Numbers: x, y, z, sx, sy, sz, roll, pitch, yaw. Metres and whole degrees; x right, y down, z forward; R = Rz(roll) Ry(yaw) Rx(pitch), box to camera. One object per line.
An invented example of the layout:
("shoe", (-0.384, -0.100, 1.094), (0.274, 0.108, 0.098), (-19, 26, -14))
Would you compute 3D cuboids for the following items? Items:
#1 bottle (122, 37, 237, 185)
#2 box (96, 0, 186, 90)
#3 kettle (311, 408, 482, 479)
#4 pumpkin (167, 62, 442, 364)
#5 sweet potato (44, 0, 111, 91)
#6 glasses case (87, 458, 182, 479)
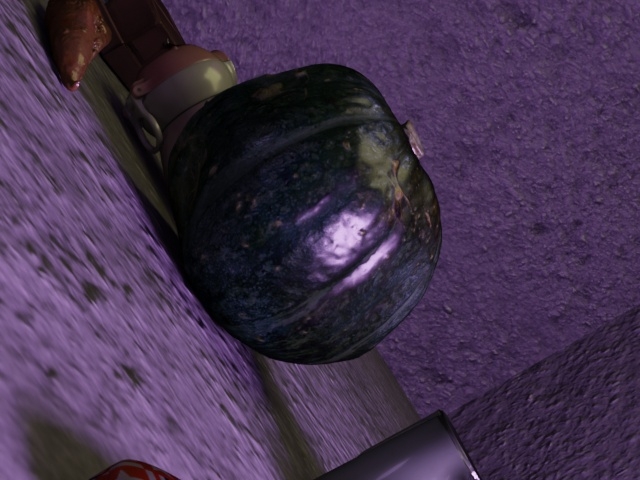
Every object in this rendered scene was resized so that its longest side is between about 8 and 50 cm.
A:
("bottle", (-0.124, -0.116, 1.250), (0.236, 0.148, 0.147), (58, 2, 8))
("box", (-0.241, -0.278, 1.476), (0.215, 0.086, 0.215), (61, 2, 30))
("kettle", (0.074, 0.234, 1.048), (0.098, 0.148, 0.127), (59, 2, 12))
("pumpkin", (0.000, 0.000, 1.078), (0.293, 0.263, 0.197), (54, 10, -46))
("sweet potato", (-0.234, -0.201, 1.075), (0.068, 0.060, 0.206), (22, 30, -21))
("glasses case", (-0.049, 0.163, 0.538), (0.194, 0.049, 0.073), (57, 3, -46))
